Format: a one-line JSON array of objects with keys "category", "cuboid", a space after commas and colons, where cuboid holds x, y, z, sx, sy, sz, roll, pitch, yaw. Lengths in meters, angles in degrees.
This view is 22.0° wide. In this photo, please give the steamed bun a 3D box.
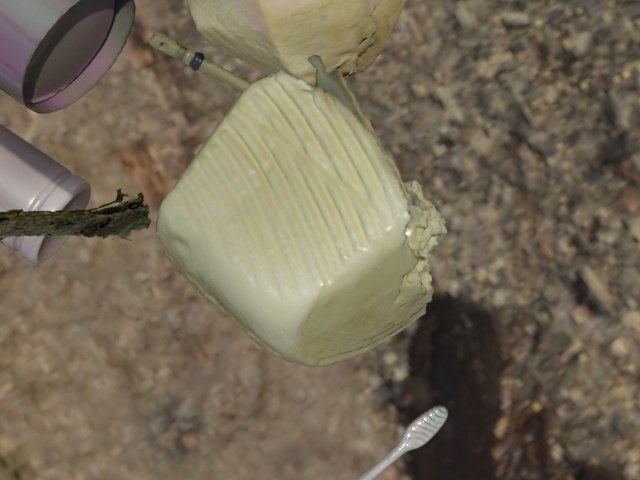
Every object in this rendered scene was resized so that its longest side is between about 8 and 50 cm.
[{"category": "steamed bun", "cuboid": [0.000, 0.000, 1.788, 0.290, 0.273, 0.272, 48, -178, 37]}]

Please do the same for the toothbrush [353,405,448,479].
[{"category": "toothbrush", "cuboid": [-0.004, 0.306, 1.791, 0.028, 0.375, 0.037, 49, 179, -3]}]

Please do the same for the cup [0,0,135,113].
[{"category": "cup", "cuboid": [-0.310, -0.247, 1.437, 0.288, 0.203, 0.203, 39, 135, 17]}]

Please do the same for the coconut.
[{"category": "coconut", "cuboid": [-0.026, -0.372, 2.226, 0.353, 0.353, 0.352, 23, 127, 35]}]

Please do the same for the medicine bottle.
[{"category": "medicine bottle", "cuboid": [-0.436, -0.087, 2.154, 0.250, 0.133, 0.133, 34, 135, 5]}]

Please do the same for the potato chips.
[{"category": "potato chips", "cuboid": [-0.244, -0.007, 1.293, 0.202, 0.220, 0.029, 101, 159, -83]}]

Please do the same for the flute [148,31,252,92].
[{"category": "flute", "cuboid": [-0.127, -0.218, 2.170, 0.233, 0.027, 0.027, 29, 131, 15]}]
